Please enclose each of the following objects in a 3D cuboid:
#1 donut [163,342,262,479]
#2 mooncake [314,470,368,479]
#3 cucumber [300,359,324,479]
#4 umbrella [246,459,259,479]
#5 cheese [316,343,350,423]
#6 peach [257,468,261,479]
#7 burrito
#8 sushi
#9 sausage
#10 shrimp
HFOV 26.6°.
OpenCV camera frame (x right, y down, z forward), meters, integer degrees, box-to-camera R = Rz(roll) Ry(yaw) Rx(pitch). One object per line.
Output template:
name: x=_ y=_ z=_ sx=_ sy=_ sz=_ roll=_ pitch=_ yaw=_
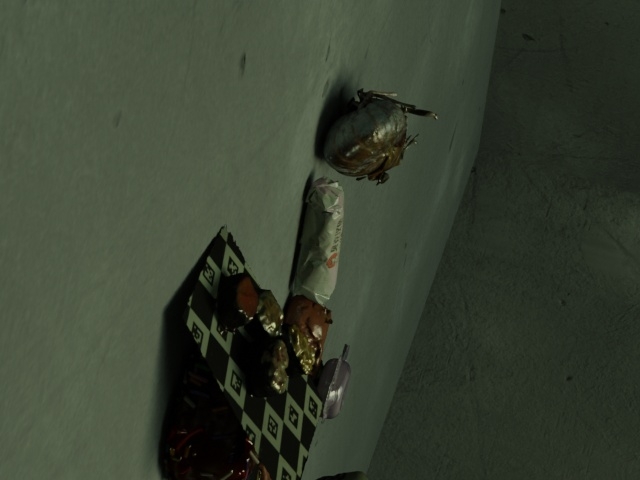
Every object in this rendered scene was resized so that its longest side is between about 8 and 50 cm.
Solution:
donut: x=-0.103 y=0.194 z=1.588 sx=0.230 sy=0.096 sz=0.216 roll=-11 pitch=117 yaw=-79
mooncake: x=-0.023 y=0.472 z=2.102 sx=0.250 sy=0.136 sz=0.254 roll=-17 pitch=144 yaw=-23
cucumber: x=-0.049 y=0.307 z=2.123 sx=0.081 sy=0.072 sz=0.304 roll=-82 pitch=-177 yaw=-62
umbrella: x=-0.124 y=0.398 z=1.815 sx=0.094 sy=0.090 sz=0.326 roll=-22 pitch=132 yaw=-49
cheese: x=0.020 y=0.217 z=2.023 sx=0.191 sy=0.042 sz=0.105 roll=-29 pitch=134 yaw=-81
peach: x=-0.113 y=0.355 z=1.904 sx=0.083 sy=0.050 sz=0.077 roll=-62 pitch=-152 yaw=31
burrito: x=-0.001 y=0.000 z=1.935 sx=0.064 sy=0.064 sz=0.203 roll=-59 pitch=160 yaw=-54
sushi: x=-0.051 y=0.130 z=1.496 sx=0.280 sy=0.043 sz=0.192 roll=64 pitch=24 yaw=-26
sausage: x=-0.054 y=0.237 z=1.972 sx=0.087 sy=0.079 sz=0.327 roll=31 pitch=74 yaw=-66
shrimp: x=0.083 y=-0.161 z=1.988 sx=0.145 sy=0.116 sz=0.343 roll=-51 pitch=177 yaw=11
